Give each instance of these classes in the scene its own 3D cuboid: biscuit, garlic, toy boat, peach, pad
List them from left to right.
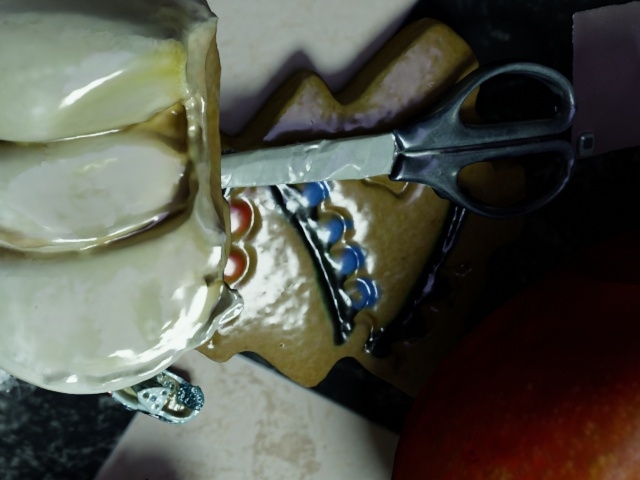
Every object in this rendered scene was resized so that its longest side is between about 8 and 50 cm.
[{"bbox_3d":[-0.157,-0.068,1.080,0.203,0.185,0.281,-7,116,-7],"label":"garlic"},{"bbox_3d":[-0.115,0.101,1.268,0.083,0.038,0.038,23,103,-32],"label":"toy boat"},{"bbox_3d":[0.001,0.001,1.265,0.301,0.043,0.278,-13,118,-18],"label":"biscuit"},{"bbox_3d":[0.234,0.163,1.252,0.388,0.388,0.388,-10,118,-19],"label":"peach"},{"bbox_3d":[0.262,-0.125,1.342,0.188,0.006,0.113,-13,118,-18],"label":"pad"}]

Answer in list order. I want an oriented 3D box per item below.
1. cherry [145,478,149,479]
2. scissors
[{"bbox_3d":[-0.217,0.174,1.231,0.225,0.090,0.107,-12,105,-27],"label":"cherry"},{"bbox_3d":[0.032,-0.054,1.217,0.300,0.022,0.109,-8,110,-21],"label":"scissors"}]
